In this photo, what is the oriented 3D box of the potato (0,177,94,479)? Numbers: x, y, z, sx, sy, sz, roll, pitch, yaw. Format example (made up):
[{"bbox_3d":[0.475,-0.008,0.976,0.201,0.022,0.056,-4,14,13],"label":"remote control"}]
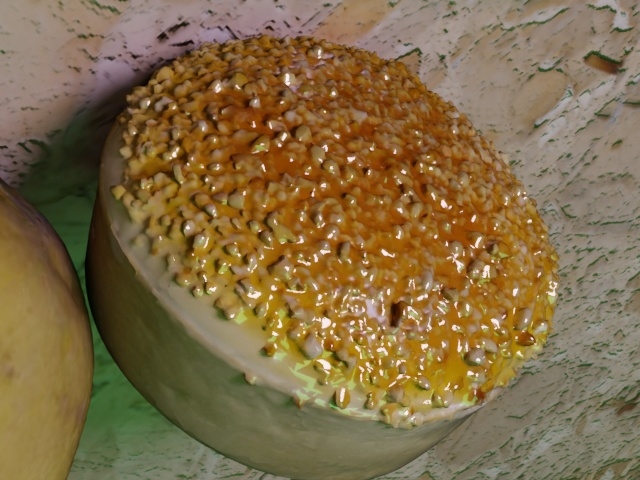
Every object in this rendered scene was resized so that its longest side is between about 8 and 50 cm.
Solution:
[{"bbox_3d":[-0.218,0.132,0.674,0.296,0.290,0.397,-43,107,2],"label":"potato"}]

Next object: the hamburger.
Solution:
[{"bbox_3d":[0.000,0.000,0.721,0.302,0.302,0.170,7,131,-35],"label":"hamburger"}]
